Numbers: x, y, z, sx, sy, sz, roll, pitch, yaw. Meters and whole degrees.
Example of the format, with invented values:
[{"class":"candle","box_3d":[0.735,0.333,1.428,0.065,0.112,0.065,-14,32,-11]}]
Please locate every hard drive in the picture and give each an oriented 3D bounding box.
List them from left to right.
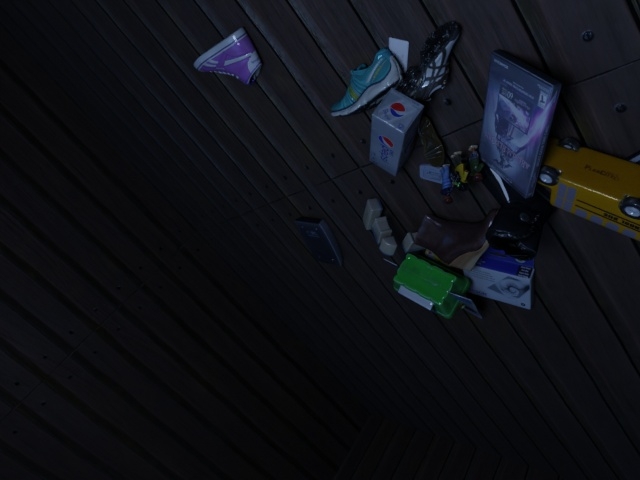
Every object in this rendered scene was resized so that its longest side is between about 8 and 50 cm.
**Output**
[{"class":"hard drive","box_3d":[0.000,0.000,1.911,0.171,0.054,0.255,10,140,42]}]

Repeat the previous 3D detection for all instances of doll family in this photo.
[{"class":"doll family","box_3d":[0.373,-0.169,1.157,0.075,0.112,0.193,-7,168,-2]}]

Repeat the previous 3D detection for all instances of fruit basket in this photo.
[{"class":"fruit basket","box_3d":[0.405,0.185,1.541,0.326,0.166,0.353,28,171,31]}]

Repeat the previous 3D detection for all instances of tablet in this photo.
[{"class":"tablet","box_3d":[0.195,-0.466,1.082,0.054,0.006,0.083,26,148,24]}]

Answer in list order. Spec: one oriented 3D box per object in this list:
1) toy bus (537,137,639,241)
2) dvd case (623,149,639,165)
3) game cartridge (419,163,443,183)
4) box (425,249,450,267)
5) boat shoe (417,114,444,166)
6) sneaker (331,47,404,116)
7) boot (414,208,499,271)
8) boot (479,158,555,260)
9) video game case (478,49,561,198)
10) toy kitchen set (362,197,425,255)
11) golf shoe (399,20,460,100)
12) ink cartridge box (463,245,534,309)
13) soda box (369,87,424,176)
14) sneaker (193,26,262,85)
[{"class":"toy bus","box_3d":[0.626,-0.106,0.934,0.332,0.108,0.130,34,167,35]},{"class":"dvd case","box_3d":[0.758,-0.153,0.843,0.179,0.030,0.239,40,151,0]},{"class":"game cartridge","box_3d":[0.336,-0.201,1.281,0.083,0.017,0.056,22,150,29]},{"class":"box","box_3d":[0.422,0.017,1.461,0.105,0.043,0.179,29,147,19]},{"class":"boat shoe","box_3d":[0.303,-0.276,1.179,0.056,0.049,0.152,-13,120,25]},{"class":"sneaker","box_3d":[0.118,-0.418,1.173,0.275,0.107,0.110,-19,95,56]},{"class":"boot","box_3d":[0.413,-0.030,1.312,0.206,0.090,0.249,30,132,15]},{"class":"boot","box_3d":[0.468,-0.086,1.091,0.246,0.207,0.094,38,151,4]},{"class":"video game case","box_3d":[0.430,-0.255,0.959,0.196,0.026,0.274,-116,11,-45]},{"class":"toy kitchen set","box_3d":[0.264,-0.041,1.523,0.122,0.165,0.207,98,159,-57]},{"class":"golf shoe","box_3d":[0.274,-0.415,1.012,0.093,0.077,0.198,13,144,-21]},{"class":"ink cartridge box","box_3d":[0.580,0.116,1.410,0.223,0.045,0.224,14,142,38]},{"class":"soda box","box_3d":[0.197,-0.279,1.156,0.098,0.091,0.286,34,172,12]},{"class":"sneaker","box_3d":[-0.304,-0.571,1.420,0.282,0.102,0.161,3,138,47]}]
